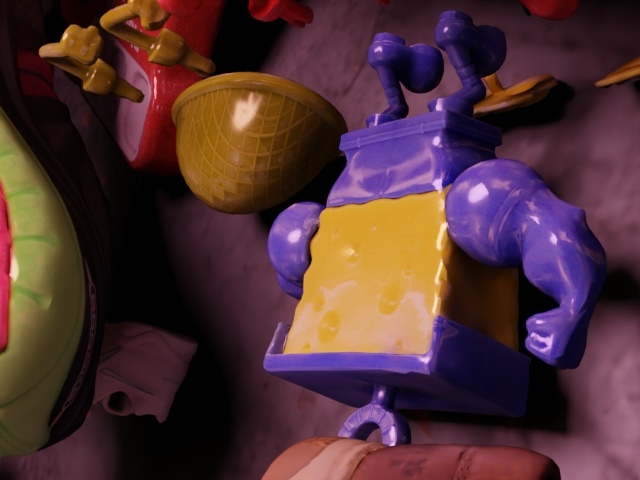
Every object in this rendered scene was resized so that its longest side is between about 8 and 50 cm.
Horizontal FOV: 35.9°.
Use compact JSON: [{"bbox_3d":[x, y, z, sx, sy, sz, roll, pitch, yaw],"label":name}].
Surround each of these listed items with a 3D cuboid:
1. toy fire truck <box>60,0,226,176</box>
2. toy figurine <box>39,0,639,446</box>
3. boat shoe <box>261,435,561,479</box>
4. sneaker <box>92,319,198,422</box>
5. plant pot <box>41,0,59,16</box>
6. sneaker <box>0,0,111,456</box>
[{"bbox_3d":[-0.142,-0.215,0.739,0.302,0.169,0.254,46,123,49],"label":"toy fire truck"},{"bbox_3d":[0.000,0.000,0.450,0.363,0.191,0.217,-7,70,46],"label":"toy figurine"},{"bbox_3d":[0.046,0.235,0.316,0.123,0.123,0.342,-8,73,27],"label":"boat shoe"},{"bbox_3d":[-0.144,0.081,0.654,0.152,0.054,0.061,4,76,47],"label":"sneaker"},{"bbox_3d":[-0.251,-0.314,0.904,0.236,0.032,0.236,-173,90,-82],"label":"plant pot"},{"bbox_3d":[-0.243,-0.076,0.636,0.185,0.202,0.482,-13,59,-5],"label":"sneaker"}]
